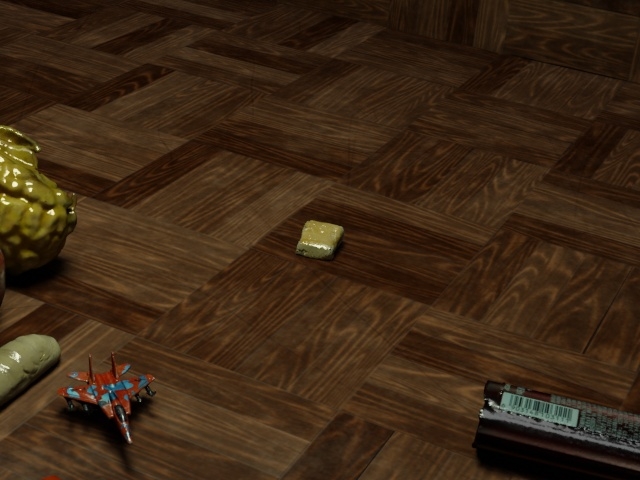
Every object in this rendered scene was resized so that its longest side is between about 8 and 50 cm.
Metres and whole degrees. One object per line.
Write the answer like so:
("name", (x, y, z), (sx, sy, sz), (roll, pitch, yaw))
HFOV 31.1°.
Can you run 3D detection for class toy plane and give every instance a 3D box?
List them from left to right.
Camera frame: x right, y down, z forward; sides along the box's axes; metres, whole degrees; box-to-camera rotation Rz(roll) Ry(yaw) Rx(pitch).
("toy plane", (-0.267, 0.214, 1.481), (0.130, 0.061, 0.189), (-6, 34, -21))

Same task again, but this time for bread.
("bread", (-0.428, 0.177, 1.531), (0.073, 0.053, 0.214), (13, 29, 23))
("bread", (0.000, 0.000, 1.965), (0.070, 0.035, 0.083), (10, 34, 9))

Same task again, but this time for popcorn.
("popcorn", (-0.504, -0.066, 1.805), (0.250, 0.250, 0.190), (28, 62, 36))

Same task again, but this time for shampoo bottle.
("shampoo bottle", (0.363, 0.260, 1.480), (0.323, 0.084, 0.129), (12, 17, 10))

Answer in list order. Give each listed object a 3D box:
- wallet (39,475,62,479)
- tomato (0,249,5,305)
("wallet", (-0.273, 0.340, 1.253), (0.204, 0.045, 0.142), (22, 34, 30))
("tomato", (-0.549, 0.050, 1.662), (0.214, 0.180, 0.155), (21, 13, 13))
